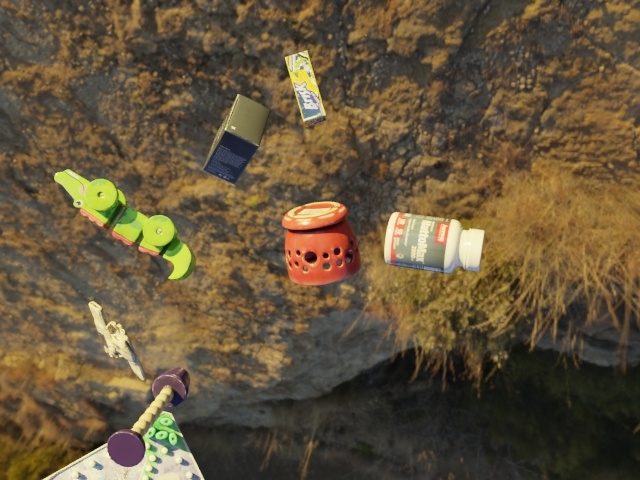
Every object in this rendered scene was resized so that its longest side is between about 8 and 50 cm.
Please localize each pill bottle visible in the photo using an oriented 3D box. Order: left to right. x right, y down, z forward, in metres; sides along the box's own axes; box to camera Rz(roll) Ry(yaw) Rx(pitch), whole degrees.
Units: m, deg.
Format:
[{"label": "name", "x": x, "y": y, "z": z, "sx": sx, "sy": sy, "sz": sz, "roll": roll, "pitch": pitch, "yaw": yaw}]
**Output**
[{"label": "pill bottle", "x": 0.223, "y": 0.008, "z": 1.133, "sx": 0.180, "sy": 0.108, "sz": 0.108, "roll": 8, "pitch": 144, "yaw": 17}]

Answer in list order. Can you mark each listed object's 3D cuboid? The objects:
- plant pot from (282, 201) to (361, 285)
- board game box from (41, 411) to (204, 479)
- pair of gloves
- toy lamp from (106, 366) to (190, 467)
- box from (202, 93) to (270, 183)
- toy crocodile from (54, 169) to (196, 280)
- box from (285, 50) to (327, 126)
[{"label": "plant pot", "x": 0.000, "y": 0.000, "z": 1.473, "sx": 0.191, "sy": 0.191, "sz": 0.174, "roll": 0, "pitch": 108, "yaw": 27}, {"label": "board game box", "x": -0.420, "y": 0.643, "z": 1.263, "sx": 0.390, "sy": 0.389, "sz": 0.050, "roll": 63, "pitch": 155, "yaw": 1}, {"label": "pair of gloves", "x": -0.620, "y": 0.308, "z": 1.754, "sx": 0.240, "sy": 0.042, "sz": 0.204, "roll": 26, "pitch": 137, "yaw": 39}, {"label": "toy lamp", "x": -0.325, "y": 0.332, "z": 1.148, "sx": 0.080, "sy": 0.275, "sz": 0.080, "roll": 1, "pitch": 103, "yaw": 5}, {"label": "box", "x": -0.246, "y": -0.292, "z": 1.697, "sx": 0.108, "sy": 0.153, "sz": 0.207, "roll": 25, "pitch": 144, "yaw": -17}, {"label": "toy crocodile", "x": -0.410, "y": -0.037, "z": 1.233, "sx": 0.340, "sy": 0.105, "sz": 0.115, "roll": 33, "pitch": 170, "yaw": -8}, {"label": "box", "x": -0.034, "y": -0.371, "z": 1.426, "sx": 0.059, "sy": 0.169, "sz": 0.054, "roll": -16, "pitch": 176, "yaw": 4}]
